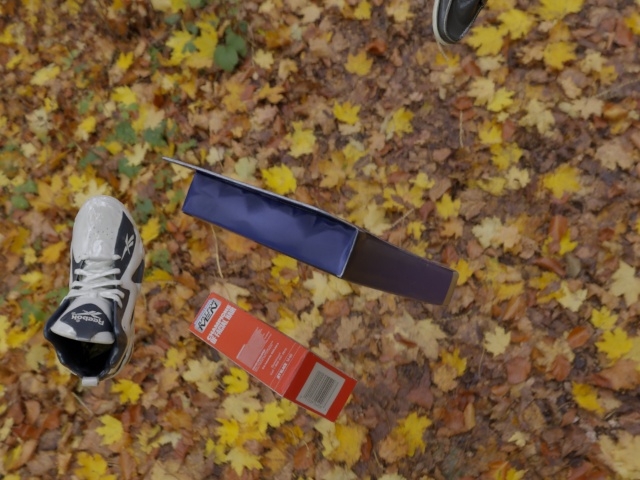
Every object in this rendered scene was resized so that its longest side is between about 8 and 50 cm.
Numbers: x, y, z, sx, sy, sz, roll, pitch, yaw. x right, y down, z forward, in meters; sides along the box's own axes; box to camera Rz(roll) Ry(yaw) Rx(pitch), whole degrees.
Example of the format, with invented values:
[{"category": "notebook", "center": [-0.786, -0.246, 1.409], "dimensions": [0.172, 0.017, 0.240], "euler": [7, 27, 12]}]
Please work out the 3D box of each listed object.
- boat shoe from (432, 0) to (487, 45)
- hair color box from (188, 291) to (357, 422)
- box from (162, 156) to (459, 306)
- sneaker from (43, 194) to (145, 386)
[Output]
[{"category": "boat shoe", "center": [0.261, -0.435, 1.006], "dimensions": [0.233, 0.084, 0.079], "euler": [-62, 29, 3]}, {"category": "hair color box", "center": [-0.053, 0.118, 0.635], "dimensions": [0.167, 0.093, 0.053], "euler": [20, 75, 44]}, {"category": "box", "center": [0.000, 0.000, 0.437], "dimensions": [0.136, 0.225, 0.036], "euler": [21, 89, 32]}, {"category": "sneaker", "center": [-0.268, 0.065, 0.728], "dimensions": [0.094, 0.153, 0.235], "euler": [8, 94, -12]}]
